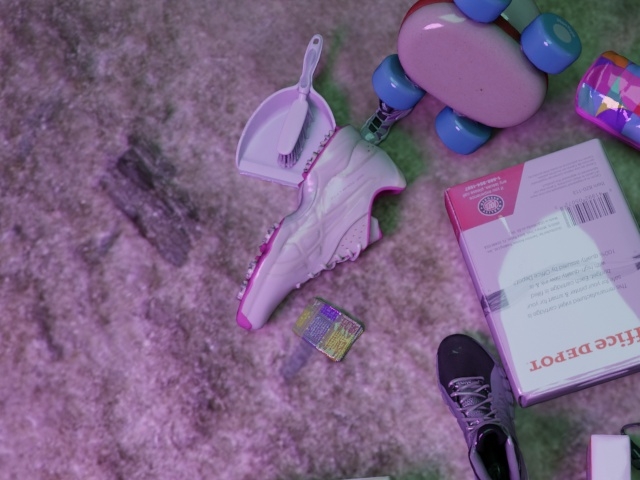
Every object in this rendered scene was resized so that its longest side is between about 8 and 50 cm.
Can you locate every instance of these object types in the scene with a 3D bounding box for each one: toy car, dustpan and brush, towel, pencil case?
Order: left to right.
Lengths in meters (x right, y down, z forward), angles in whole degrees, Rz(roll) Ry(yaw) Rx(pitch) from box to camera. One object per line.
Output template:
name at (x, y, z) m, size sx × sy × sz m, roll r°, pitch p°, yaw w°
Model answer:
dustpan and brush at (-0.029, -0.185, 1.435) m, size 0.147 × 0.060 × 0.211 m, roll 14°, pitch 77°, yaw 15°
towel at (0.009, 0.120, 1.364) m, size 0.083 × 0.009 × 0.060 m, roll 32°, pitch 82°, yaw 19°
toy car at (0.217, -0.282, 1.361) m, size 0.210 × 0.219 × 0.238 m, roll 33°, pitch 45°, yaw -11°
pencil case at (0.441, -0.150, 1.317) m, size 0.236 × 0.104 × 0.104 m, roll 38°, pitch 84°, yaw 20°

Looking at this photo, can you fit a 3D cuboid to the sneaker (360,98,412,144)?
sneaker at (0.085, -0.177, 1.406) m, size 0.038 × 0.069 × 0.098 m, roll 41°, pitch 84°, yaw 19°

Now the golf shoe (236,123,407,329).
golf shoe at (0.000, 0.000, 1.352) m, size 0.140 × 0.115 × 0.306 m, roll 31°, pitch 91°, yaw -3°

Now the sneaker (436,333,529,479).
sneaker at (0.200, 0.210, 1.235) m, size 0.086 × 0.132 × 0.228 m, roll -21°, pitch 71°, yaw 4°

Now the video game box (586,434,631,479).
video game box at (0.324, 0.330, 1.147) m, size 0.048 × 0.187 × 0.205 m, roll 0°, pitch 73°, yaw 11°

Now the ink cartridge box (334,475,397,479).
ink cartridge box at (0.007, 0.468, 1.201) m, size 0.207 × 0.119 × 0.353 m, roll -7°, pitch 72°, yaw 8°

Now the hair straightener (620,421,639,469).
hair straightener at (0.453, 0.302, 1.215) m, size 0.089 × 0.047 × 0.230 m, roll -33°, pitch 64°, yaw -19°

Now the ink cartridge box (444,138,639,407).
ink cartridge box at (0.297, 0.044, 1.273) m, size 0.207 × 0.117 × 0.282 m, roll -18°, pitch 70°, yaw 4°
